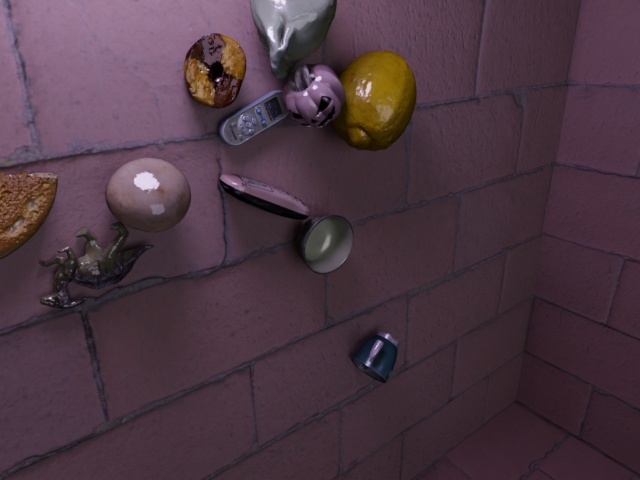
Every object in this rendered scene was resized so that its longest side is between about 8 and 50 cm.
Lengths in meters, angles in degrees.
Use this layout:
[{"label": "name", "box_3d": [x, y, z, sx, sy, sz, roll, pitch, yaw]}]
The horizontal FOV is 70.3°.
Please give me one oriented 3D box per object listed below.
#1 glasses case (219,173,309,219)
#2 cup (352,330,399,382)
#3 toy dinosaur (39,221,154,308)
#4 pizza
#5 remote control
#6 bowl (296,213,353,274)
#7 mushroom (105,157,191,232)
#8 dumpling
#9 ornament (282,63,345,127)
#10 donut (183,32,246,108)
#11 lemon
[{"label": "glasses case", "box_3d": [-0.163, -0.131, 1.381, 0.314, 0.122, 0.075, 18, 101, -40]}, {"label": "cup", "box_3d": [0.247, 0.482, 1.923, 0.173, 0.167, 0.300, -54, 158, -21]}, {"label": "toy dinosaur", "box_3d": [-0.582, 0.057, 1.160, 0.294, 0.077, 0.162, -27, 127, -11]}, {"label": "pizza", "box_3d": [-0.730, -0.075, 0.981, 0.290, 0.081, 0.229, -53, 137, -11]}, {"label": "remote control", "box_3d": [-0.189, -0.358, 1.323, 0.244, 0.047, 0.087, -37, 123, -21]}, {"label": "bowl", "box_3d": [0.000, 0.000, 1.567, 0.211, 0.112, 0.212, -16, 117, -34]}, {"label": "mushroom", "box_3d": [-0.436, -0.101, 1.159, 0.204, 0.204, 0.205, -15, 116, -33]}, {"label": "dumpling", "box_3d": [-0.057, -0.607, 1.225, 0.320, 0.212, 0.270, -42, 133, -2]}, {"label": "ornament", "box_3d": [-0.023, -0.417, 1.297, 0.177, 0.177, 0.178, -15, 116, -33]}, {"label": "donut", "box_3d": [-0.283, -0.446, 1.197, 0.166, 0.073, 0.184, -2, 109, -38]}, {"label": "lemon", "box_3d": [0.165, -0.444, 1.433, 0.285, 0.285, 0.317, -3, 86, -37]}]
